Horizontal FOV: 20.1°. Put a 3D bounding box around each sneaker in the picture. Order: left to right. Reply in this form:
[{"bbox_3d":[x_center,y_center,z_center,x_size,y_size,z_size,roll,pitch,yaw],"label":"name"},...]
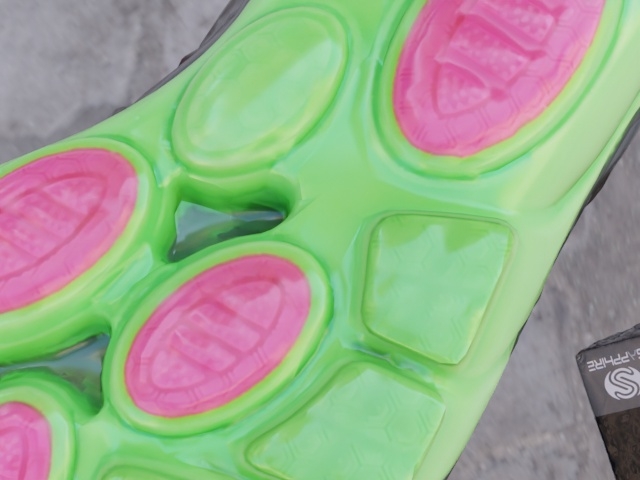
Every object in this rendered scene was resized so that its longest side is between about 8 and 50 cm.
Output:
[{"bbox_3d":[0.000,0.000,0.583,0.185,0.202,0.483,39,79,15],"label":"sneaker"}]

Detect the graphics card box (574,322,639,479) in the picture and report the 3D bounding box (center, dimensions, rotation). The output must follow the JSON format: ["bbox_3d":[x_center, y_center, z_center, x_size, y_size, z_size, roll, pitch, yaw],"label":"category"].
[{"bbox_3d":[0.302,0.201,0.986,0.233,0.094,0.371,-22,87,47],"label":"graphics card box"}]
